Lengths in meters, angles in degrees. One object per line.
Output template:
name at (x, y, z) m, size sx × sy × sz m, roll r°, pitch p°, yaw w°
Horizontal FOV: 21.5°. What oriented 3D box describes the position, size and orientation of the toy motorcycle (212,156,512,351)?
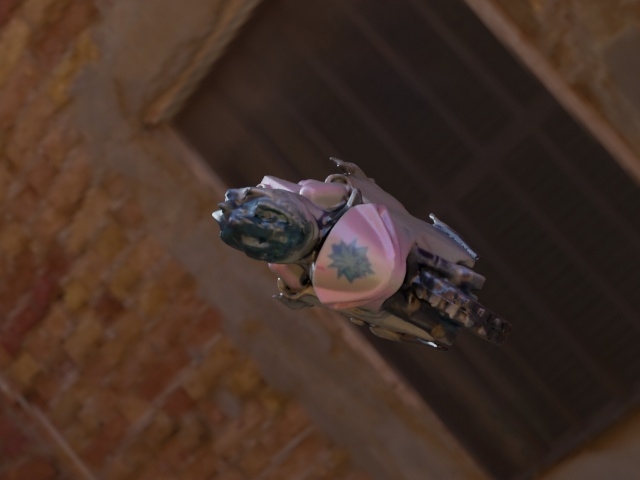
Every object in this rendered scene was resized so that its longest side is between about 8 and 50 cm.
toy motorcycle at (0.002, -0.006, 1.146) m, size 0.239 × 0.204 × 0.108 m, roll 7°, pitch 78°, yaw 54°
